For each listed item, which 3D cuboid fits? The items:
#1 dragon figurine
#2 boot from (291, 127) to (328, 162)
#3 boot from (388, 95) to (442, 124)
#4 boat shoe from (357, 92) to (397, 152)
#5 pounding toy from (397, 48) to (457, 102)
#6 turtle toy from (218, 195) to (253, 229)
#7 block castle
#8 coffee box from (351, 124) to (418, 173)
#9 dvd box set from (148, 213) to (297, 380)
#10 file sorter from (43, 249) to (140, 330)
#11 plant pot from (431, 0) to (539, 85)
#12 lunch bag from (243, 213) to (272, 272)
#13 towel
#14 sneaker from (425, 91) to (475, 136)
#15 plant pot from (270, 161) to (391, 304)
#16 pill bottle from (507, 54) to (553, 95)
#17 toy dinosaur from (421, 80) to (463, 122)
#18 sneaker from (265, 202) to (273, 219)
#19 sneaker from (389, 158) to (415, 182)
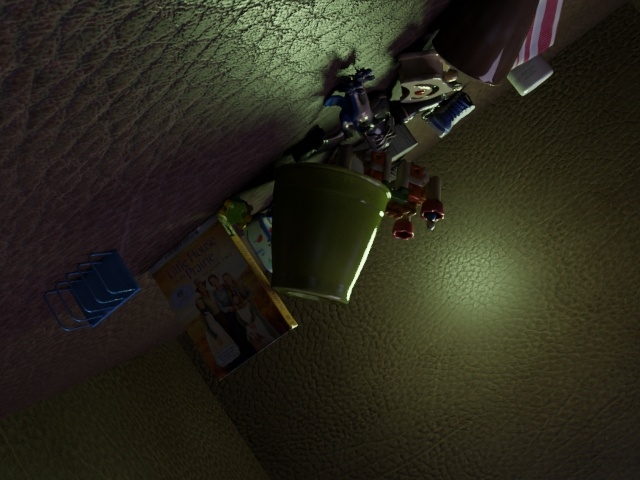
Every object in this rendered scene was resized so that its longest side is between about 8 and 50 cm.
[{"bbox_3d":[0.068,-0.334,1.258,0.085,0.144,0.289,-36,-165,-18],"label":"dragon figurine"},{"bbox_3d":[-0.033,-0.269,1.455,0.099,0.045,0.121,-31,175,-12],"label":"boot"},{"bbox_3d":[0.290,-0.420,1.576,0.136,0.077,0.198,-25,-153,5],"label":"boot"},{"bbox_3d":[0.188,-0.357,1.589,0.132,0.130,0.355,-37,175,10],"label":"boat shoe"},{"bbox_3d":[0.277,-0.480,1.404,0.154,0.155,0.269,-6,180,28],"label":"pounding toy"},{"bbox_3d":[-0.249,-0.085,1.512,0.130,0.095,0.066,-41,-166,52],"label":"turtle toy"},{"bbox_3d":[0.205,-0.148,1.867,0.303,0.452,0.213,140,-37,-60],"label":"block castle"},{"bbox_3d":[0.227,-0.345,2.046,0.297,0.119,0.168,-33,175,-29],"label":"coffee box"},{"bbox_3d":[-0.307,0.173,1.559,0.307,0.421,0.062,-36,172,15],"label":"dvd box set"},{"bbox_3d":[-0.546,0.120,1.203,0.170,0.118,0.104,-37,172,14],"label":"file sorter"},{"bbox_3d":[0.425,-0.540,1.233,0.215,0.215,0.230,-30,158,-46],"label":"plant pot"},{"bbox_3d":[-0.177,0.017,2.001,0.115,0.243,0.303,-36,174,10],"label":"lunch bag"},{"bbox_3d":[0.688,-0.693,1.622,0.329,0.037,0.237,-33,139,-29],"label":"towel"},{"bbox_3d":[0.599,-0.594,2.316,0.182,0.127,0.315,-43,179,34],"label":"sneaker"},{"bbox_3d":[0.000,0.000,1.514,0.366,0.366,0.353,122,-19,-77],"label":"plant pot"},{"bbox_3d":[0.705,-0.646,1.801,0.131,0.229,0.131,-35,175,-3],"label":"pill bottle"},{"bbox_3d":[0.436,-0.538,1.999,0.268,0.064,0.118,-35,161,-1],"label":"toy dinosaur"},{"bbox_3d":[-0.123,-0.144,1.873,0.209,0.069,0.082,-38,171,28],"label":"sneaker"},{"bbox_3d":[0.321,-0.275,2.102,0.153,0.094,0.235,-36,178,34],"label":"sneaker"}]
